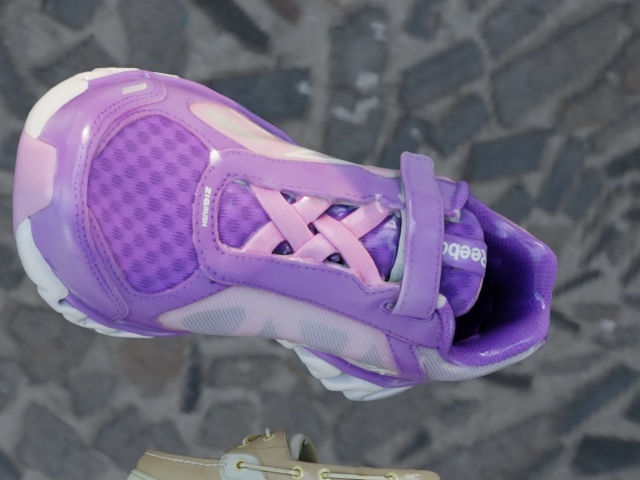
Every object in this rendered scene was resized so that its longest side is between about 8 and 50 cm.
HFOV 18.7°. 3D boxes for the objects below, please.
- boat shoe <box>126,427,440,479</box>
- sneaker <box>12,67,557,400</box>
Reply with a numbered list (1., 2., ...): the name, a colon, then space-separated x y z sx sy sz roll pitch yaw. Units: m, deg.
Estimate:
1. boat shoe: -0.013 0.099 0.778 0.050 0.135 0.045 46 58 -63
2. sneaker: 0.000 0.000 0.685 0.236 0.104 0.095 20 77 -46
